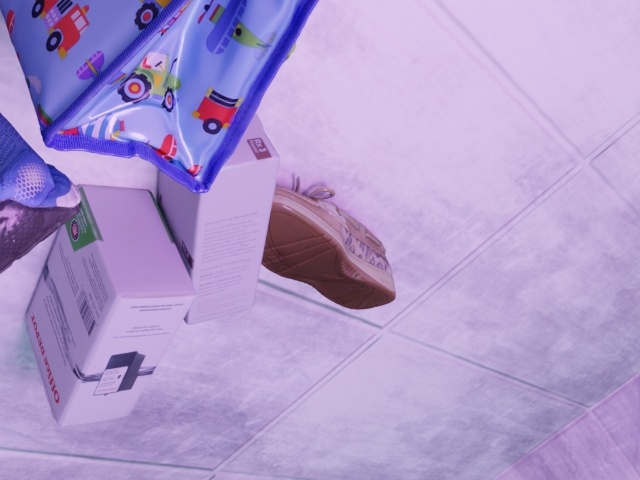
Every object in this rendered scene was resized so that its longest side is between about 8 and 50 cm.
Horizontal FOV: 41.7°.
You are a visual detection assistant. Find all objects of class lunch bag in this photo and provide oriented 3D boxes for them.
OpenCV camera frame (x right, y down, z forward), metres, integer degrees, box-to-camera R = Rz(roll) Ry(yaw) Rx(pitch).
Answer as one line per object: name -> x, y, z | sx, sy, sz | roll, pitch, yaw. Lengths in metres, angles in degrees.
lunch bag -> -0.078, -0.219, 0.552 | 0.138, 0.221, 0.293 | 16, 125, -46

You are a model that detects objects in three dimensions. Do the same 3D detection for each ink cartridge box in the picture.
ink cartridge box -> -0.225, 0.070, 0.873 | 0.086, 0.153, 0.208 | 1, 136, -38

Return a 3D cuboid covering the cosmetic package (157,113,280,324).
cosmetic package -> -0.112, -0.031, 0.859 | 0.085, 0.117, 0.231 | -15, 142, -23

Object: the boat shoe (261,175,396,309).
boat shoe -> 0.000, 0.000, 1.022 | 0.104, 0.089, 0.285 | -14, 149, 25

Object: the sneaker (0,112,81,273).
sneaker -> -0.270, -0.070, 0.527 | 0.130, 0.330, 0.147 | -41, 134, -19

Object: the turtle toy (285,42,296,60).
turtle toy -> -0.087, -0.168, 0.747 | 0.130, 0.066, 0.095 | -22, 145, -12
